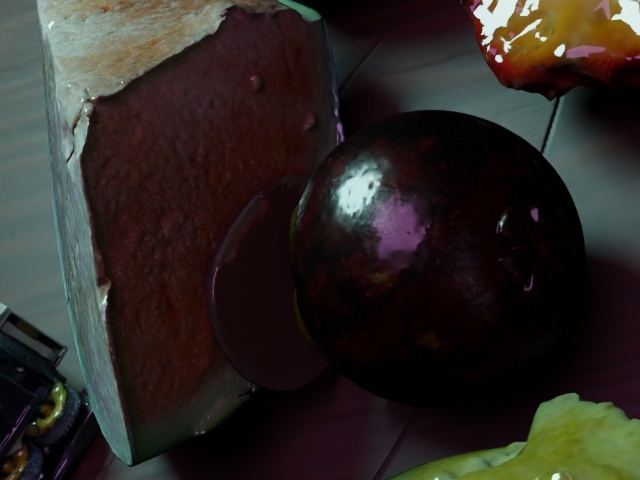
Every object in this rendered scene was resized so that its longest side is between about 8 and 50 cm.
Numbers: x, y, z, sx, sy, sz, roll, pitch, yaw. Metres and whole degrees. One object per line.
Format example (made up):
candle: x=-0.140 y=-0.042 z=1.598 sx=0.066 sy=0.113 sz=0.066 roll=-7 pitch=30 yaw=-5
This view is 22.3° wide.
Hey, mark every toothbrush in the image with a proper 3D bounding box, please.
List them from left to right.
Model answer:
toothbrush: x=-0.249 y=0.248 z=1.205 sx=0.031 sy=0.023 sz=0.321 roll=23 pitch=78 yaw=41

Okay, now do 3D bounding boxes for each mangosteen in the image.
mangosteen: x=0.069 y=0.012 z=1.049 sx=0.210 sy=0.210 sz=0.210 roll=-12 pitch=62 yaw=23

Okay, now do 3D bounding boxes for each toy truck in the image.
toy truck: x=-0.306 y=0.166 z=1.213 sx=0.272 sy=0.124 sz=0.157 roll=-57 pitch=32 yaw=-8

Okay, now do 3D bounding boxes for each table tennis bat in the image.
table tennis bat: x=0.000 y=0.000 z=1.141 sx=0.022 sy=0.131 sz=0.234 roll=-4 pitch=42 yaw=47

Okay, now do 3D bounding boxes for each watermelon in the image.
watermelon: x=-0.082 y=-0.039 z=1.166 sx=0.222 sy=0.292 sz=0.319 roll=-12 pitch=17 yaw=-11

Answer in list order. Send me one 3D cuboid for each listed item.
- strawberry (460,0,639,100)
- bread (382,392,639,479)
strawberry: x=0.263 y=-0.205 z=1.091 sx=0.336 sy=0.149 sz=0.265 roll=-29 pitch=63 yaw=25
bread: x=0.133 y=0.276 z=0.837 sx=0.239 sy=0.395 sz=0.264 roll=-35 pitch=28 yaw=-13
